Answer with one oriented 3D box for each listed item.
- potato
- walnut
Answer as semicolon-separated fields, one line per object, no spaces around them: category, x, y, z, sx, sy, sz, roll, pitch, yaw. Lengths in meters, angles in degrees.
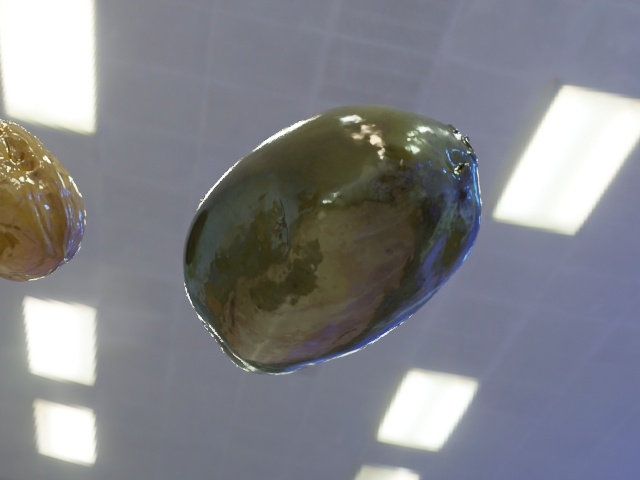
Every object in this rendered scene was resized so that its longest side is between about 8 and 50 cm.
potato;0.000;0.000;1.234;0.243;0.221;0.326;-21;-7;-42
walnut;-0.348;-0.044;1.414;0.207;0.159;0.159;44;-25;17
